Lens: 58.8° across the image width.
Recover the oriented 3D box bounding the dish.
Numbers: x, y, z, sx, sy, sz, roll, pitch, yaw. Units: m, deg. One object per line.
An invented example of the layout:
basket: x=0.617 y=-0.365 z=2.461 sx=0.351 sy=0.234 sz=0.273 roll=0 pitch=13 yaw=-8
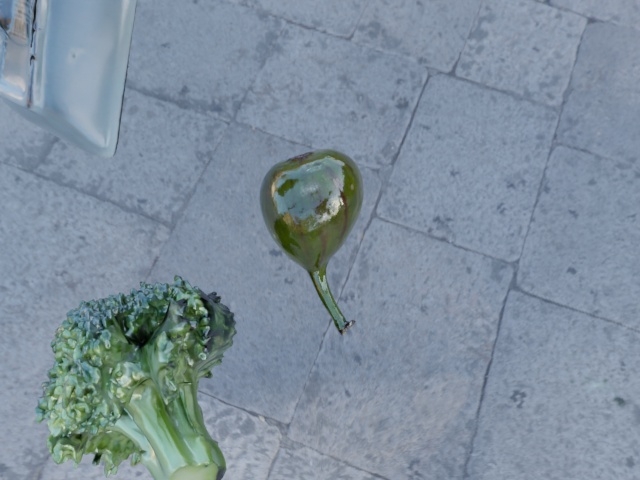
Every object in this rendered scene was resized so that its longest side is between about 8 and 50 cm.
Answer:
dish: x=-0.282 y=-0.221 z=0.581 sx=0.182 sy=0.080 sz=0.243 roll=27 pitch=113 yaw=26

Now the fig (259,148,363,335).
fig: x=0.000 y=0.000 z=0.826 sx=0.152 sy=0.151 sz=0.259 roll=-13 pitch=105 yaw=-6

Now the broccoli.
broccoli: x=-0.262 y=0.214 z=0.840 sx=0.277 sy=0.318 sz=0.338 roll=-1 pitch=100 yaw=-38
